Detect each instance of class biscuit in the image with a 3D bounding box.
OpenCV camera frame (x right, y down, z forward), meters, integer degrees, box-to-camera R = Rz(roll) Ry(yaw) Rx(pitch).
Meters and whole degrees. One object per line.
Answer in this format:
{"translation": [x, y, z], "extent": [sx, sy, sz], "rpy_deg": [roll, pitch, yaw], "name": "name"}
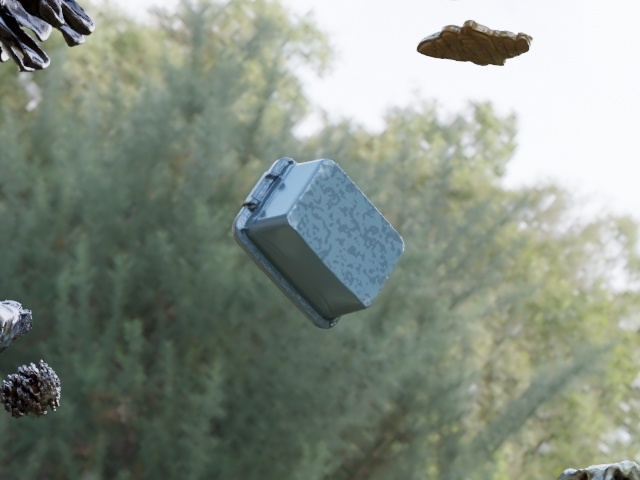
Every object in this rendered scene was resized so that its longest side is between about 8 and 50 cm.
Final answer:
{"translation": [0.279, -0.359, 2.639], "extent": [0.250, 0.035, 0.162], "rpy_deg": [3, -22, 41], "name": "biscuit"}

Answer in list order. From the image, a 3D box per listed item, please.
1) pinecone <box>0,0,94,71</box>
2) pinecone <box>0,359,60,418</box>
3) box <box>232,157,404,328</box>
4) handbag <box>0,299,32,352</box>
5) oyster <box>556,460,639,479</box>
{"translation": [-0.458, -0.401, 1.971], "extent": [0.398, 0.397, 0.397], "rpy_deg": [39, -15, 13], "name": "pinecone"}
{"translation": [-0.386, 0.199, 1.897], "extent": [0.077, 0.083, 0.077], "rpy_deg": [-7, 90, -83], "name": "pinecone"}
{"translation": [0.000, 0.000, 2.002], "extent": [0.130, 0.162, 0.227], "rpy_deg": [-12, -53, 49], "name": "box"}
{"translation": [-0.536, 0.140, 2.056], "extent": [0.208, 0.229, 0.126], "rpy_deg": [100, -32, -89], "name": "handbag"}
{"translation": [0.241, 0.331, 1.394], "extent": [0.083, 0.214, 0.223], "rpy_deg": [20, -26, 5], "name": "oyster"}
